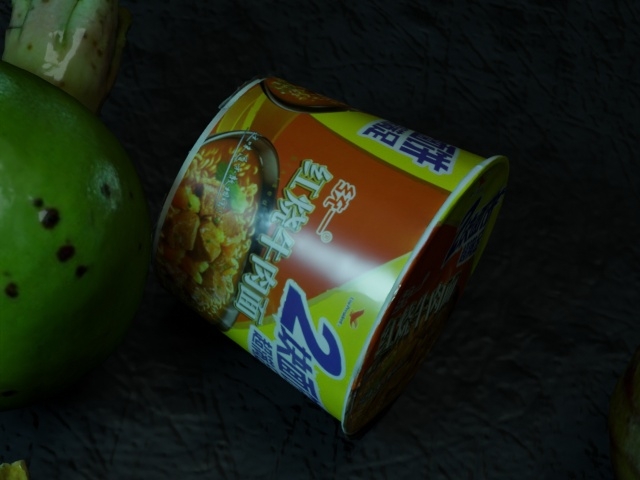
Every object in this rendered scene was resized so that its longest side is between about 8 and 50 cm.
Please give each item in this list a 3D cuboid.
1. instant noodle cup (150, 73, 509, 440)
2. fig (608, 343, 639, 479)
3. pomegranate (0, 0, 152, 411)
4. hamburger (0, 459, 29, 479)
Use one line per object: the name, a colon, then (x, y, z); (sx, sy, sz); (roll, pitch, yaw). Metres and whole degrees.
instant noodle cup: (0.000, 0.000, 1.123); (0.174, 0.213, 0.213); (28, 56, 15)
fig: (0.310, 0.087, 1.166); (0.217, 0.217, 0.321); (20, 34, -1)
pomegranate: (-0.198, -0.038, 1.068); (0.236, 0.236, 0.302); (26, 60, 3)
hamburger: (-0.278, 0.235, 0.938); (0.283, 0.144, 0.157); (-16, 71, -17)
